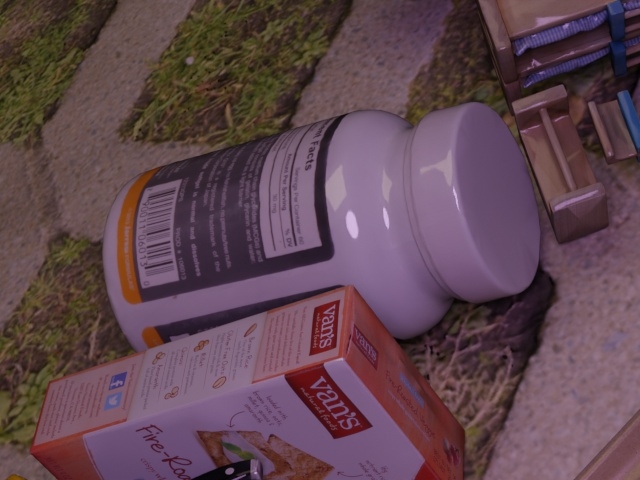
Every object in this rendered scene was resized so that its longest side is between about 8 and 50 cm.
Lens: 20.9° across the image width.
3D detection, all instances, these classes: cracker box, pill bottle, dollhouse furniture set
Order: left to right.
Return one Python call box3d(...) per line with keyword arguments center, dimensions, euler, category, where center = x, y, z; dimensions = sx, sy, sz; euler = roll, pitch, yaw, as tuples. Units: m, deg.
box3d(center=(-0.044, 0.129, 1.105), dimensions=(0.232, 0.155, 0.067), euler=(-19, 39, 24), category="cracker box")
box3d(center=(0.000, 0.000, 1.206), dimensions=(0.278, 0.162, 0.162), euler=(-13, 43, 28), category="pill bottle")
box3d(center=(0.196, -0.103, 1.205), dimensions=(0.129, 0.129, 0.183), euler=(-19, 71, 5), category="dollhouse furniture set")

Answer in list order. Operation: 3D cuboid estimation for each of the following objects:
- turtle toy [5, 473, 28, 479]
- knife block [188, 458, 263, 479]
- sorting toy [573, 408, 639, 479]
box3d(center=(-0.209, 0.230, 1.210), dimensions=(0.095, 0.066, 0.130), euler=(-47, 37, -12), category="turtle toy")
box3d(center=(-0.152, 0.226, 1.030), dimensions=(0.242, 0.276, 0.088), euler=(-63, 32, 16), category="knife block")
box3d(center=(0.200, 0.208, 0.919), dimensions=(0.307, 0.041, 0.229), euler=(-45, 41, -10), category="sorting toy")
